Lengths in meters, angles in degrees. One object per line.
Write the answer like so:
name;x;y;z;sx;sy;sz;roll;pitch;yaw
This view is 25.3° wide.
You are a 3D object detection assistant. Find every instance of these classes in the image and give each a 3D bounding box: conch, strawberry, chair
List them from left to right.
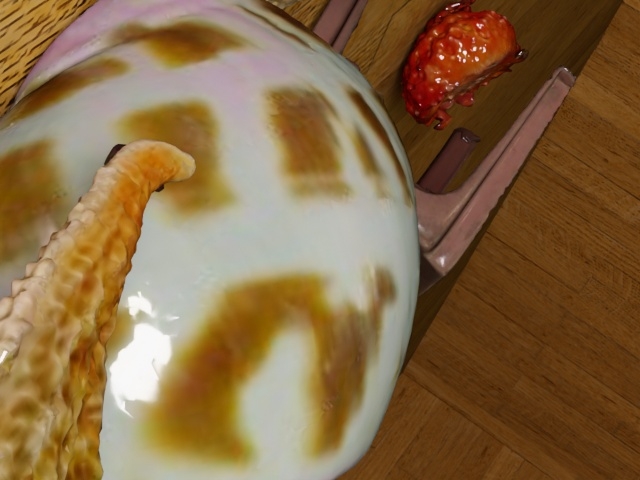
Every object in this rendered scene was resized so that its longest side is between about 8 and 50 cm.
conch;-0.074;0.080;0.601;0.197;0.249;0.368;-96;-179;-74
chair;0.000;0.000;0.962;0.326;0.176;0.183;-59;-179;-18
strawberry;0.114;-0.157;1.294;0.121;0.082;0.188;-34;178;-6

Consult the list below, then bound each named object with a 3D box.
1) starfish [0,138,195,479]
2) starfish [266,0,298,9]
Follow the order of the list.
starfish;-0.144;0.141;0.368;0.398;0.132;0.383;10;81;-41
starfish;0.040;-0.198;0.670;0.277;0.062;0.236;-34;154;11
